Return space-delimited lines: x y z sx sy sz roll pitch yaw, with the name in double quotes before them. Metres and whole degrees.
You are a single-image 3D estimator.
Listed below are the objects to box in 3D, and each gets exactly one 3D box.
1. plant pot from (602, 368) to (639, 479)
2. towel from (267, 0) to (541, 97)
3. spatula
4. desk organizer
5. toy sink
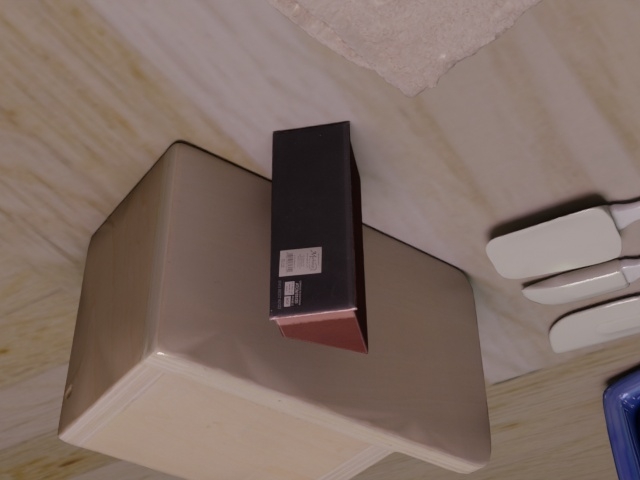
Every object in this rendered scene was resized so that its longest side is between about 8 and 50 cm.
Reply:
"plant pot" 0.377 0.195 0.794 0.236 0.236 0.212 -31 139 33
"towel" 0.074 -0.185 0.461 0.187 0.049 0.282 31 131 -34
"spatula" 0.245 0.008 0.721 0.242 0.019 0.168 -17 137 21
"desk organizer" 0.000 0.000 0.624 0.047 0.130 0.050 -7 143 9
"toy sink" -0.027 0.072 0.697 0.234 0.153 0.131 23 136 -27
